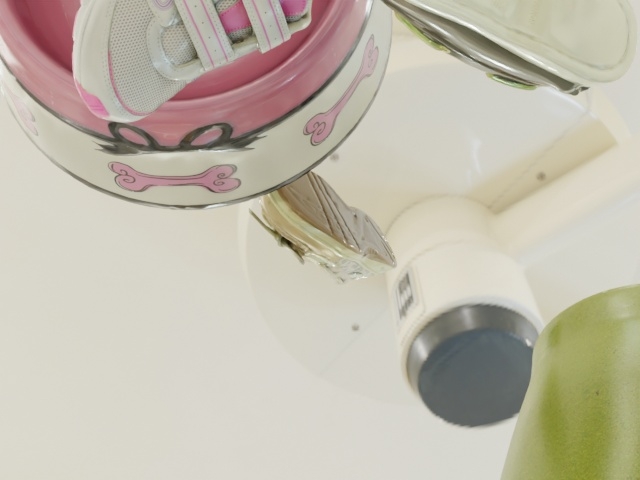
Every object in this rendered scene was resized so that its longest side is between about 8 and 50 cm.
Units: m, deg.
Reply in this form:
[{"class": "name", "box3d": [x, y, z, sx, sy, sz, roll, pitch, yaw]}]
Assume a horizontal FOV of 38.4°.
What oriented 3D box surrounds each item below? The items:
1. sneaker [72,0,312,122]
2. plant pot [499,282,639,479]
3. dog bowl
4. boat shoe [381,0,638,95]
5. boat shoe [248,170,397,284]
[{"class": "sneaker", "box3d": [-0.070, -0.178, 0.657, 0.252, 0.111, 0.103, -51, -38, -19]}, {"class": "plant pot", "box3d": [0.305, 0.239, 0.793, 0.367, 0.353, 0.366, 6, -43, 6]}, {"class": "dog bowl", "box3d": [-0.129, -0.243, 0.867, 0.408, 0.150, 0.407, 0, -105, 0]}, {"class": "boat shoe", "box3d": [0.089, -0.195, 0.665, 0.305, 0.091, 0.109, 26, -102, -21]}, {"class": "boat shoe", "box3d": [0.000, 0.000, 1.050, 0.089, 0.104, 0.285, -31, -28, 15]}]
